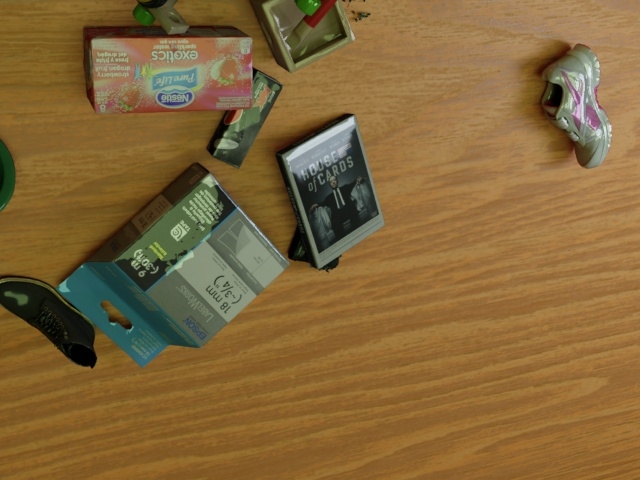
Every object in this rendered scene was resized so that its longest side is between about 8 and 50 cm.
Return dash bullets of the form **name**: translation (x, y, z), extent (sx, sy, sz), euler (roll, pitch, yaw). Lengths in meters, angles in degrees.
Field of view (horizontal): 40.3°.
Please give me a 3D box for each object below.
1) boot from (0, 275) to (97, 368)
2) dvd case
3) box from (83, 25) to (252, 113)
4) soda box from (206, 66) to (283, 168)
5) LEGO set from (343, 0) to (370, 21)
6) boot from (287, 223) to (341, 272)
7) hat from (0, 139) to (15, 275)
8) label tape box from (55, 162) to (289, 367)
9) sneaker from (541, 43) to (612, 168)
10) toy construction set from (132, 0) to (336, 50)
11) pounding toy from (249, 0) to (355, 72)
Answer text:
- **boot**: translation (-0.467, 0.139, 1.501), extent (0.198, 0.137, 0.076), euler (29, 99, -27)
- **dvd case**: translation (0.023, -0.091, 1.619), extent (0.179, 0.030, 0.238), euler (-33, 121, -28)
- **box**: translation (-0.248, -0.279, 1.416), extent (0.257, 0.128, 0.122), euler (-5, 113, -19)
- **soda box**: translation (-0.133, -0.215, 1.528), extent (0.060, 0.053, 0.168), euler (24, 101, -27)
- **LEGO set**: translation (0.061, -0.427, 1.534), extent (0.054, 0.023, 0.083), euler (-11, 128, -14)
- **boot**: translation (0.000, 0.000, 1.672), extent (0.099, 0.045, 0.121), euler (15, 105, -27)
- **hat**: translation (-0.602, -0.068, 1.431), extent (0.173, 0.183, 0.208), euler (2, 69, -28)
- **label tape box**: translation (-0.257, 0.064, 1.550), extent (0.334, 0.106, 0.240), euler (-43, 119, -6)
- **sneaker**: translation (0.495, -0.254, 1.728), extent (0.111, 0.103, 0.252), euler (-21, 111, -7)
- **toy construction set**: translation (-0.147, -0.396, 1.328), extent (0.309, 0.257, 0.237), euler (36, 116, -14)
- **pounding toy**: translation (-0.008, -0.415, 1.468), extent (0.206, 0.094, 0.181), euler (-29, 119, -8)
